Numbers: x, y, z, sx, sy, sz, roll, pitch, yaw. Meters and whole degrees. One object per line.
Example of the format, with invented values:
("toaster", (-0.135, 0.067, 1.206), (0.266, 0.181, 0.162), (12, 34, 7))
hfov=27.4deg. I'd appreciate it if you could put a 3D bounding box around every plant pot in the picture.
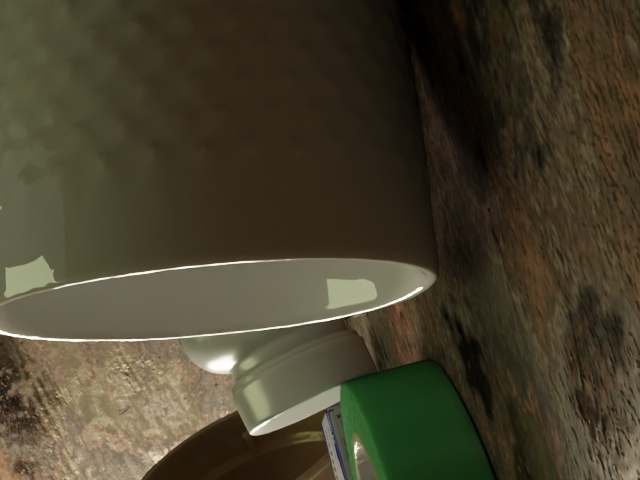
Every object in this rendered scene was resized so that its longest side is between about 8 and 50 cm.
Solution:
("plant pot", (-0.049, 0.424, 1.811), (0.305, 0.334, 0.334), (65, 177, -16))

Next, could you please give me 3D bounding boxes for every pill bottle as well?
("pill bottle", (-0.069, 0.012, 1.168), (0.169, 0.169, 0.301), (99, 146, -75))

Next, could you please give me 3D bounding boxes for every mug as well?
("mug", (-0.129, -0.117, 0.799), (0.276, 0.374, 0.327), (137, 128, -71))

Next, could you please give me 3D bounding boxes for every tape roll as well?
("tape roll", (0.093, 0.258, 1.039), (0.321, 0.077, 0.321), (165, 90, -83))

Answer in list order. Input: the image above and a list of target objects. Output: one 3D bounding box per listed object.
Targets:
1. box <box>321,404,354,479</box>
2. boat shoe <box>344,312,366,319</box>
("box", (0.052, 0.236, 1.376), (0.137, 0.072, 0.126), (96, 159, -75))
("boat shoe", (0.000, 0.000, 1.276), (0.233, 0.079, 0.084), (86, 169, -47))
